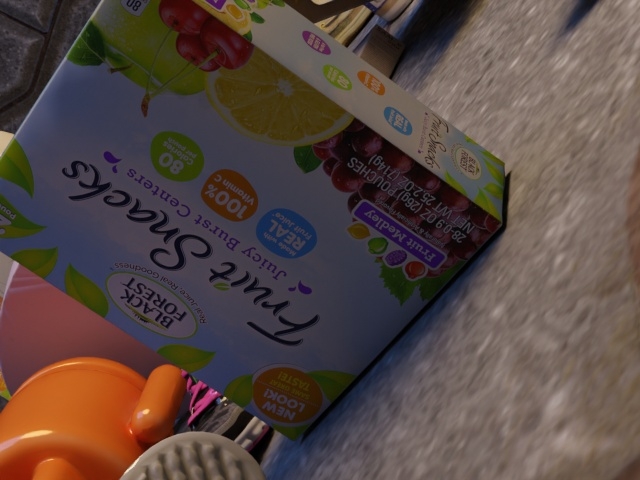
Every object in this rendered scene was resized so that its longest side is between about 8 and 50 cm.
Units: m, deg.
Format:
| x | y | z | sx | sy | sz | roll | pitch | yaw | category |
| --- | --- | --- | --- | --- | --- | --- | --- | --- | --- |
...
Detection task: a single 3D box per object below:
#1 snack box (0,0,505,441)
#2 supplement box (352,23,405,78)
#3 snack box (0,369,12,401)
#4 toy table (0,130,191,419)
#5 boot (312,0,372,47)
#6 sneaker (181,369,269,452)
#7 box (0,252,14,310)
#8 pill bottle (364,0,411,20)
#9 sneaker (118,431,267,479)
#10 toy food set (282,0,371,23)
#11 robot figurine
| x | y | z | sx | sy | sz | roll | pitch | yaw | category |
| --- | --- | --- | --- | --- | --- | --- | --- | --- | --- |
| -0.043 | -0.023 | 0.638 | 0.174 | 0.207 | 0.070 | -48 | 12 | 29 | snack box |
| 0.034 | -0.140 | 1.171 | 0.062 | 0.036 | 0.098 | -44 | 15 | 49 | supplement box |
| -0.252 | 0.138 | 1.303 | 0.100 | 0.141 | 0.037 | -54 | 11 | 7 | snack box |
| -0.147 | 0.009 | 1.005 | 0.274 | 0.252 | 0.161 | -49 | 26 | 32 | toy table |
| -0.014 | -0.319 | 1.616 | 0.213 | 0.165 | 0.077 | -51 | 11 | 33 | boot |
| -0.062 | 0.080 | 0.780 | 0.063 | 0.075 | 0.170 | -48 | 12 | 36 | sneaker |
| -0.267 | 0.014 | 1.573 | 0.345 | 0.215 | 0.168 | -46 | 13 | 40 | box |
| 0.031 | -0.329 | 1.373 | 0.112 | 0.186 | 0.112 | -52 | 10 | 13 | pill bottle |
| -0.126 | 0.224 | 0.572 | 0.282 | 0.102 | 0.161 | -49 | 1 | -38 | sneaker |
| 0.054 | -0.242 | 1.117 | 0.219 | 0.092 | 0.306 | -23 | 2 | -12 | toy food set |
| -0.165 | 0.156 | 0.861 | 0.219 | 0.128 | 0.158 | -91 | 13 | -74 | robot figurine |
